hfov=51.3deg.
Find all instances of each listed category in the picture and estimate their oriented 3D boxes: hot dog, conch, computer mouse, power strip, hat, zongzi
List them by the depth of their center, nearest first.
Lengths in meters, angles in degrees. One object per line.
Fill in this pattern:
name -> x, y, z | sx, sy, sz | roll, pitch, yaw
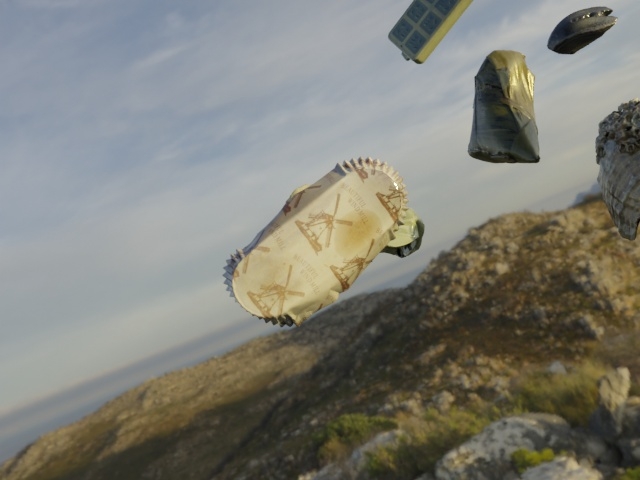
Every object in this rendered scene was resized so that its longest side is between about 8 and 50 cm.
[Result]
hot dog -> 0.000, 0.000, 0.607 | 0.192, 0.099, 0.053 | -43, 5, -2
conch -> 0.438, -0.101, 0.869 | 0.163, 0.245, 0.178 | 18, -26, 14
hat -> 0.102, -0.007, 1.066 | 0.166, 0.081, 0.122 | -13, -8, -44
computer mouse -> 0.503, -0.413, 1.294 | 0.135, 0.079, 0.047 | -22, -39, 26
zongzi -> 0.410, -0.287, 1.412 | 0.125, 0.251, 0.274 | 1, 8, -6
power strip -> 0.273, -0.542, 1.558 | 0.046, 0.118, 0.270 | 14, -57, -49
